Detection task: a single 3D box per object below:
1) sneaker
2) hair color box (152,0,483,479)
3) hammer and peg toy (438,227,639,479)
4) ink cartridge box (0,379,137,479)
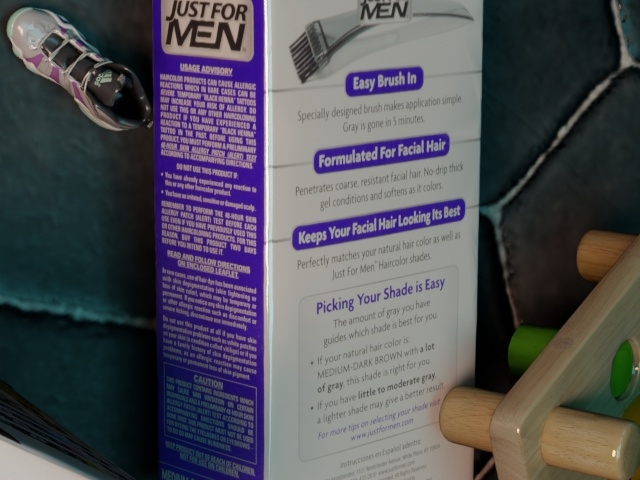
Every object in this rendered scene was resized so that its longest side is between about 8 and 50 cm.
[{"bbox_3d":[-0.133,-0.099,1.049,0.098,0.069,0.038,39,80,-28],"label":"sneaker"},{"bbox_3d":[0.000,0.000,1.095,0.185,0.110,0.338,-9,106,-44],"label":"hair color box"},{"bbox_3d":[0.169,0.175,1.148,0.361,0.127,0.266,-45,132,-39],"label":"hammer and peg toy"},{"bbox_3d":[-0.193,0.136,0.925,0.272,0.309,0.130,31,85,-30],"label":"ink cartridge box"}]
